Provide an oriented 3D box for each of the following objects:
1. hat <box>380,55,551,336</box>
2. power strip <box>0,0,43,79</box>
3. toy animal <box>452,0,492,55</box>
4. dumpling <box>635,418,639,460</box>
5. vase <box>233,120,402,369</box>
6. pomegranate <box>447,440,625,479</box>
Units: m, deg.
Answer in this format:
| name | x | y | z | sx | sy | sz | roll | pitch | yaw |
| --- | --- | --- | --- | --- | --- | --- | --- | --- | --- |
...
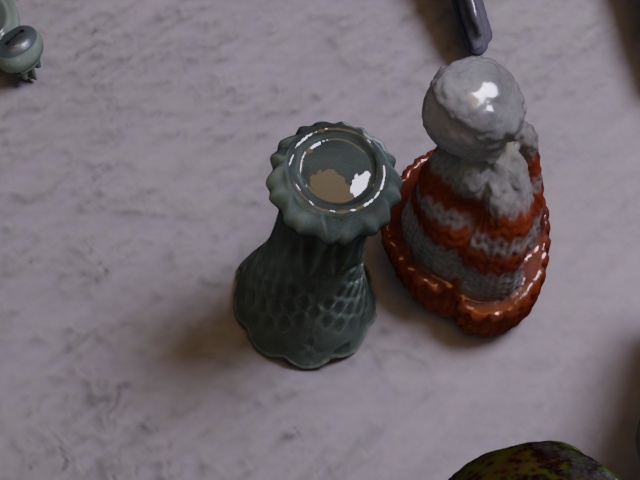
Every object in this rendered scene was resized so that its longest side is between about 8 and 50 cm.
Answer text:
| name | x | y | z | sx | sy | sz | roll | pitch | yaw |
| --- | --- | --- | --- | --- | --- | --- | --- | --- | --- |
| hat | 0.082 | -0.032 | 0.673 | 0.094 | 0.162 | 0.112 | 2 | 59 | -3 |
| power strip | -0.194 | -0.119 | 0.760 | 0.083 | 0.035 | 0.055 | 30 | 63 | 23 |
| toy animal | 0.039 | -0.309 | 0.815 | 0.367 | 0.081 | 0.206 | 47 | 112 | 17 |
| dumpling | 0.225 | 0.112 | 0.632 | 0.126 | 0.166 | 0.216 | -40 | 42 | 3 |
| vase | 0.000 | 0.000 | 0.653 | 0.081 | 0.148 | 0.081 | 3 | 63 | -6 |
| pomegranate | 0.090 | 0.162 | 0.606 | 0.163 | 0.138 | 0.125 | -20 | 55 | 29 |
